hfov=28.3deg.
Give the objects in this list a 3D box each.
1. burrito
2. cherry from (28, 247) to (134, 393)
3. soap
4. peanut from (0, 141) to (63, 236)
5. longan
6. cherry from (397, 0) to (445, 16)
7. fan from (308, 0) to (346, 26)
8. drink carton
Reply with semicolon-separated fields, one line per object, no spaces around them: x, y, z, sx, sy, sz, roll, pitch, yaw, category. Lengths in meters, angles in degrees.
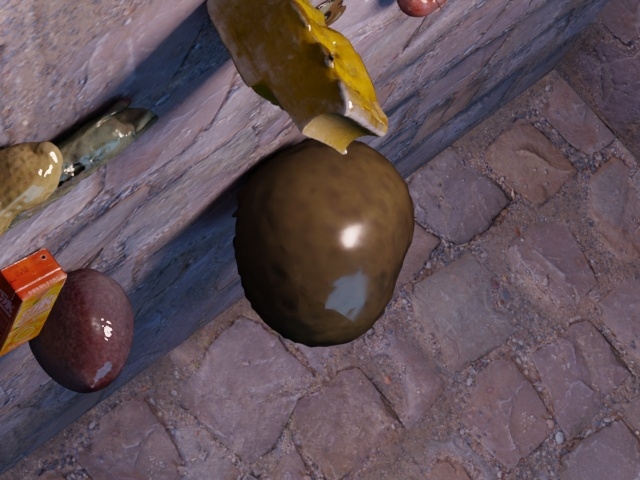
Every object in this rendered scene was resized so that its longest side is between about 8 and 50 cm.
-0.359;-0.103;1.773;0.309;0.066;0.096;-36;176;-20;burrito
-0.441;0.162;2.339;0.184;0.266;0.213;11;139;-32;cherry
-0.023;-0.252;1.831;0.143;0.259;0.281;-35;170;8;soap
-0.425;-0.052;1.648;0.214;0.090;0.098;-39;131;-6;peanut
-0.003;-0.009;2.689;0.436;0.404;0.404;-61;-179;-24;longan
0.179;-0.446;2.273;0.106;0.087;0.126;-43;-168;-33;cherry
-0.021;-0.362;2.097;0.152;0.008;0.226;-39;172;0;fan
-0.513;0.108;2.169;0.096;0.071;0.223;-32;168;-38;drink carton
